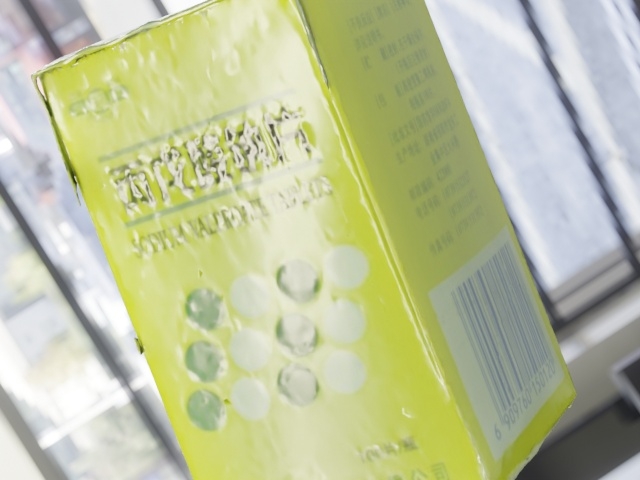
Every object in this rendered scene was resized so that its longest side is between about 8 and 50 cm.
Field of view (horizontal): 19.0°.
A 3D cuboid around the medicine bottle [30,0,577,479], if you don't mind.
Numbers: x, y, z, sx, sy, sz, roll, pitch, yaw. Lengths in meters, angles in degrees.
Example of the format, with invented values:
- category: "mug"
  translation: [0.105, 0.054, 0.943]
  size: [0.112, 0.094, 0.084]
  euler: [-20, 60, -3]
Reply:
- category: "medicine bottle"
  translation: [0.000, 0.000, 0.856]
  size: [0.141, 0.137, 0.250]
  euler: [-33, -77, -61]
